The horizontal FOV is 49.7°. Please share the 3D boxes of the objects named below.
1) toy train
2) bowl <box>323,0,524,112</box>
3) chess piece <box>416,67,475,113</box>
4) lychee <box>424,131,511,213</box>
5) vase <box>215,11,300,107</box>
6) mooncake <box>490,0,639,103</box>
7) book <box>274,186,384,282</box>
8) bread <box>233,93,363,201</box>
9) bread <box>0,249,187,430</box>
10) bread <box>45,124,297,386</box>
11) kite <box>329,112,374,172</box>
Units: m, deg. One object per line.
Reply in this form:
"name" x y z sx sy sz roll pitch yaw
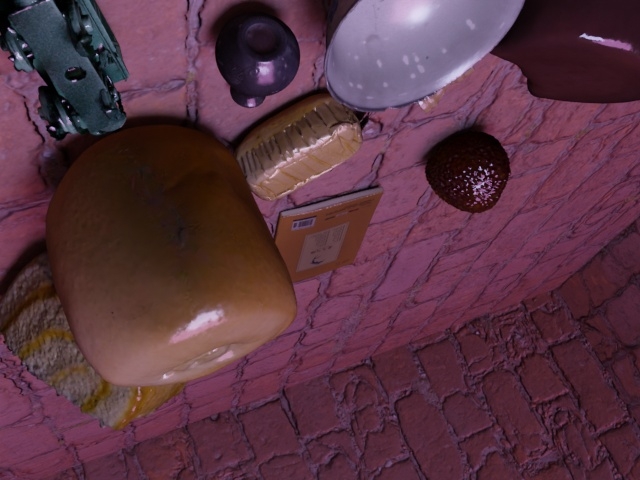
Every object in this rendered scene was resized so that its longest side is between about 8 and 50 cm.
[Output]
"toy train" -0.301 -0.226 0.785 0.115 0.154 0.269 -24 158 -5
"bowl" 0.119 -0.340 0.976 0.313 0.146 0.313 -23 158 -10
"chess piece" 0.226 -0.299 1.291 0.122 0.066 0.066 -38 155 17
"lychee" 0.341 -0.158 1.570 0.194 0.194 0.194 -21 157 -9
"vase" -0.096 -0.253 1.012 0.120 0.120 0.183 -19 173 -14
"mooncake" 0.443 -0.352 1.172 0.325 0.174 0.334 11 180 -22
"book" 0.000 0.000 1.755 0.268 0.032 0.389 -15 156 -19
"bread" -0.042 -0.170 1.237 0.236 0.106 0.140 -29 156 9
"bread" -0.416 0.135 1.309 0.264 0.395 0.239 -62 163 19
"bread" -0.241 0.013 1.080 0.347 0.376 0.253 -17 156 -15
"kite" 0.084 -0.221 1.292 0.229 0.016 0.127 -52 -170 39
